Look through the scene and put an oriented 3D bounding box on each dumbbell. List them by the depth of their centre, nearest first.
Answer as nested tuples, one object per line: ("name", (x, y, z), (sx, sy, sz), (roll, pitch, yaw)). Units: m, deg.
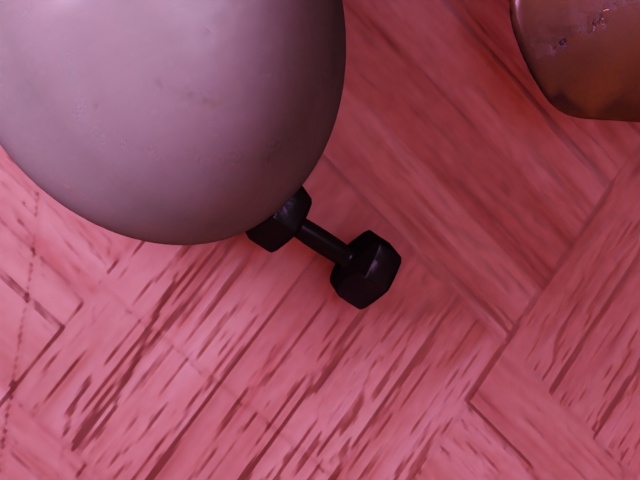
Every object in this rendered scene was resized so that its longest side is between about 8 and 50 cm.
("dumbbell", (0.000, 0.000, 0.785), (0.083, 0.040, 0.036), (33, 40, -24))

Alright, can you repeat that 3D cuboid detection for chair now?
("chair", (0.228, -0.168, 0.864), (0.247, 0.172, 0.159), (-25, 102, 16))

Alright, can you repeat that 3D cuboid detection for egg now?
("egg", (-0.080, -0.109, 0.673), (0.168, 0.168, 0.231), (-25, 96, -28))
